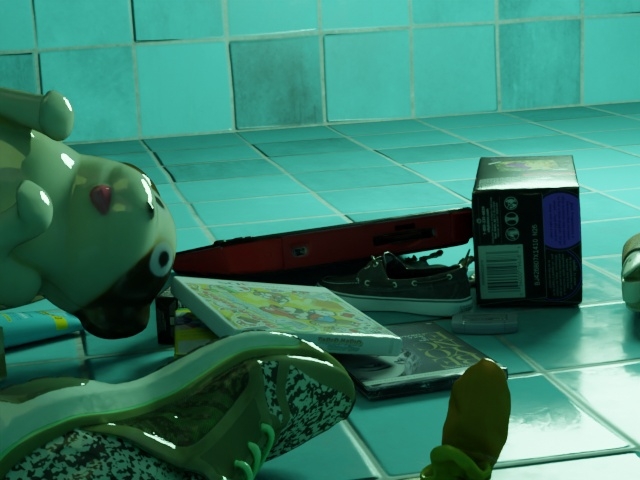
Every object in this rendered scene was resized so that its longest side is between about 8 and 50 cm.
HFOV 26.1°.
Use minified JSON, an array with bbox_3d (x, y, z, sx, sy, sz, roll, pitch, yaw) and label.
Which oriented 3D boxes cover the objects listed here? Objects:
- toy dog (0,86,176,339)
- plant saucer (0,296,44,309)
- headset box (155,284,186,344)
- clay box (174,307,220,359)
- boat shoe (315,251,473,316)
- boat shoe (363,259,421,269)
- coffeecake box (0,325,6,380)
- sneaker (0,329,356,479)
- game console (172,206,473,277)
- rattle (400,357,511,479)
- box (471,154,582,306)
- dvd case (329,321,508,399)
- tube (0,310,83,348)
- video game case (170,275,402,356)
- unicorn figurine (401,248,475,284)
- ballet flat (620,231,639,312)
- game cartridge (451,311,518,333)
[{"bbox_3d":[-0.376,-0.007,1.645,0.407,0.395,0.285,8,50,-10],"label":"toy dog"},{"bbox_3d":[-0.518,0.058,2.050,0.277,0.041,0.278,-2,11,0],"label":"plant saucer"},{"bbox_3d":[-0.182,0.091,1.758,0.032,0.062,0.083,0,13,11],"label":"headset box"},{"bbox_3d":[-0.107,0.123,1.610,0.127,0.053,0.222,-1,10,-5],"label":"clay box"},{"bbox_3d":[0.094,0.053,1.840,0.228,0.076,0.080,5,14,33],"label":"boat shoe"},{"bbox_3d":[0.103,0.054,1.918,0.125,0.046,0.038,19,19,40],"label":"boat shoe"},{"bbox_3d":[-0.481,0.136,1.602,0.185,0.068,0.142,6,14,35],"label":"coffeecake box"},{"bbox_3d":[-0.109,0.203,1.167,0.410,0.158,0.182,-11,46,-41],"label":"sneaker"},{"bbox_3d":[0.000,0.000,2.034,0.386,0.060,0.342,-8,4,-23],"label":"game console"},{"bbox_3d":[0.076,0.189,1.083,0.199,0.143,0.130,-4,29,-35],"label":"rattle"},{"bbox_3d":[0.288,-0.019,1.920,0.143,0.165,0.270,-2,12,9],"label":"box"},{"bbox_3d":[0.096,0.135,1.597,0.164,0.018,0.221,-6,13,-16],"label":"dvd case"},{"bbox_3d":[-0.386,0.113,1.759,0.207,0.052,0.080,-7,18,-44],"label":"tube"},{"bbox_3d":[-0.045,0.086,1.604,0.206,0.026,0.227,5,12,-24],"label":"video game case"},{"bbox_3d":[0.174,0.044,1.937,0.162,0.060,0.111,-14,4,36],"label":"unicorn figurine"},{"bbox_3d":[0.436,0.057,1.695,0.106,0.108,0.316,-15,14,-20],"label":"ballet flat"},{"bbox_3d":[0.205,0.103,1.726,0.083,0.017,0.056,-1,9,8],"label":"game cartridge"}]
